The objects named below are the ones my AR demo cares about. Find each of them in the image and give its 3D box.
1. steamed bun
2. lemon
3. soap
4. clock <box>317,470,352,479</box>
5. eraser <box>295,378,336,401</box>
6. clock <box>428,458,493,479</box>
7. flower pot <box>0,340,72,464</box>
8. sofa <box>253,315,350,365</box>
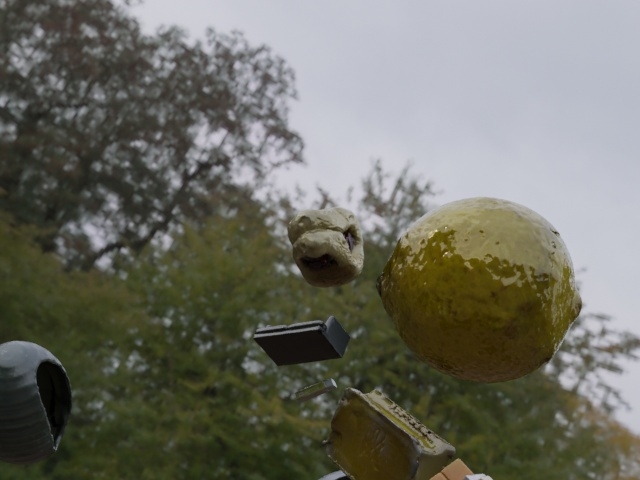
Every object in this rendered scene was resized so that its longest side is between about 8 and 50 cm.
[{"bbox_3d":[0.000,0.000,2.159,0.140,0.172,0.155,-16,-21,20],"label":"steamed bun"},{"bbox_3d":[0.290,0.090,1.954,0.387,0.350,0.350,8,-33,20],"label":"lemon"},{"bbox_3d":[0.105,0.343,1.708,0.076,0.135,0.233,9,13,-36],"label":"soap"},{"bbox_3d":[0.073,0.642,2.223,0.319,0.319,0.066,34,-6,-14],"label":"clock"},{"bbox_3d":[-0.009,0.315,2.203,0.083,0.019,0.038,-22,-24,7],"label":"eraser"},{"bbox_3d":[0.157,0.419,1.313,0.235,0.309,0.166,10,29,-51],"label":"clock"},{"bbox_3d":[-0.542,0.292,1.889,0.157,0.189,0.243,-1,-56,7],"label":"flower pot"},{"bbox_3d":[-0.031,0.161,1.788,0.147,0.060,0.085,-12,-49,36],"label":"sofa"}]
